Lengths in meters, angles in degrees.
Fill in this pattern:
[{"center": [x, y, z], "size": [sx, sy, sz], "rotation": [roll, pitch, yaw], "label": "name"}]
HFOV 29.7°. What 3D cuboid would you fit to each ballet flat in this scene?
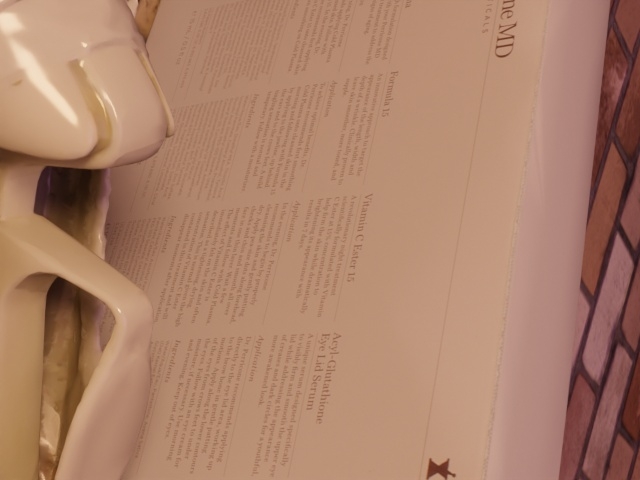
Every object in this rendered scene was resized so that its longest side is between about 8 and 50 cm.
[{"center": [-0.126, -0.010, 0.537], "size": [0.147, 0.147, 0.409], "rotation": [-13, 112, -55], "label": "ballet flat"}]

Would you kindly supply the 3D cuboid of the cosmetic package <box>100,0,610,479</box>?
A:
[{"center": [0.000, 0.000, 0.681], "size": [0.097, 0.284, 0.377], "rotation": [45, 49, -45], "label": "cosmetic package"}]
